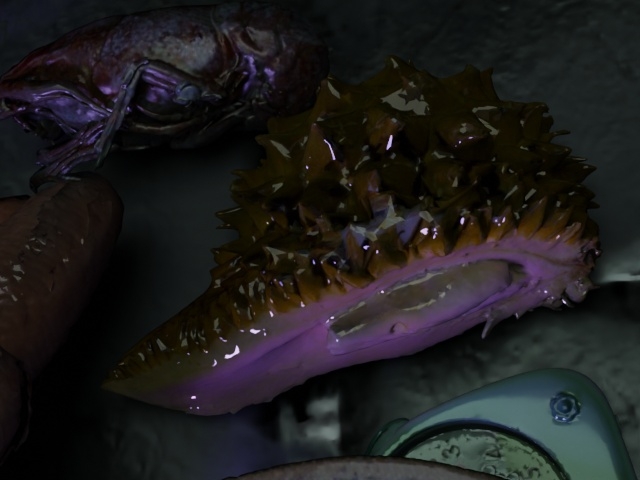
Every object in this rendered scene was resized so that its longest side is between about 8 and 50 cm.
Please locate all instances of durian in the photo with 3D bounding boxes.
[{"bbox_3d":[0.001,0.002,0.465,0.224,0.078,0.140,-32,73,1],"label":"durian"}]

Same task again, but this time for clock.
[{"bbox_3d":[0.054,0.110,0.432,0.135,0.041,0.101,-17,65,8],"label":"clock"}]

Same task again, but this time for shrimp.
[{"bbox_3d":[-0.089,-0.067,0.537,0.190,0.075,0.073,-9,88,4],"label":"shrimp"}]

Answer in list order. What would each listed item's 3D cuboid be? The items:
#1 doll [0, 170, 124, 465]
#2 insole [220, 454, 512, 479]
[{"bbox_3d":[-0.159,0.110,0.457,0.201,0.156,0.303,-18,31,52],"label":"doll"},{"bbox_3d":[0.071,0.134,0.388,0.348,0.009,0.119,1,69,15],"label":"insole"}]
